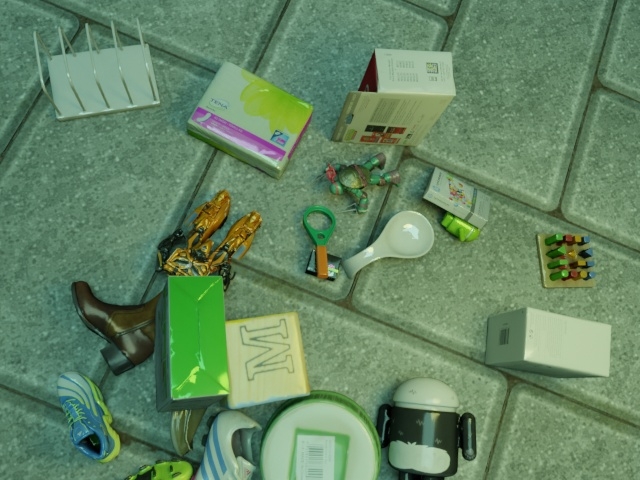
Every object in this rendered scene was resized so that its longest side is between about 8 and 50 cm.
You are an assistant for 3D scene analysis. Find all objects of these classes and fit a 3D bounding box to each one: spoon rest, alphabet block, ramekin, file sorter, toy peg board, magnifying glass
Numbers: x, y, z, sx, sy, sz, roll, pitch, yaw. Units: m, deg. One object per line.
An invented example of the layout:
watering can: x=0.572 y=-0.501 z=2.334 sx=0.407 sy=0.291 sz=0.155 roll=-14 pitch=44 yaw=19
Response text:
spoon rest: x=0.192 y=0.014 z=1.535 sx=0.277 sy=0.084 sz=0.137 roll=-29 pitch=82 yaw=-13
alphabet block: x=-0.151 y=0.291 z=1.350 sx=0.194 sy=0.192 sz=0.197 roll=-5 pitch=78 yaw=-20
ramekin: x=-0.002 y=0.512 z=1.320 sx=0.304 sy=0.148 sz=0.303 roll=0 pitch=76 yaw=2
file sorter: x=-0.597 y=-0.465 z=1.495 sx=0.278 sy=0.173 sz=0.192 roll=-12 pitch=77 yaw=-11
toy peg board: x=0.723 y=0.051 z=1.606 sx=0.161 sy=0.079 sz=0.161 roll=0 pitch=76 yaw=-8
magnifying glass: x=0.000 y=0.000 z=1.500 sx=0.092 sy=0.026 sz=0.230 roll=5 pitch=52 yaw=-12

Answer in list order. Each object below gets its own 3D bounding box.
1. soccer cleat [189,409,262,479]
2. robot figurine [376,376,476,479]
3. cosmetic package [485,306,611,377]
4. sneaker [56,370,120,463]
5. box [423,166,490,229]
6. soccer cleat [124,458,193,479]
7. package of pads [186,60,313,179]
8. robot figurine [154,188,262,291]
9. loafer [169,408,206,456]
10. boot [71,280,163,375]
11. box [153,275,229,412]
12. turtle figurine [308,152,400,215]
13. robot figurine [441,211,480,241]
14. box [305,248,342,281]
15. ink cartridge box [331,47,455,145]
soccer cleat: x=-0.228 y=0.565 z=1.294 sx=0.143 sy=0.116 sz=0.331 roll=2 pitch=71 yaw=30
robot figurine: x=0.258 y=0.481 z=1.382 sx=0.209 sy=0.173 sz=0.277 roll=8 pitch=75 yaw=-9
cosmetic package: x=0.584 y=0.274 z=1.453 sx=0.225 sy=0.224 sz=0.138 roll=11 pitch=74 yaw=-5
sneaker: x=-0.548 y=0.409 z=1.302 sx=0.091 sy=0.126 sz=0.240 roll=-34 pitch=83 yaw=-15
box: x=0.390 y=-0.123 z=1.584 sx=0.186 sy=0.038 sz=0.145 roll=28 pitch=37 yaw=1
soccer cleat: x=-0.428 y=0.617 z=1.302 sx=0.289 sy=0.093 sz=0.121 roll=-26 pitch=111 yaw=-18
package of pads: x=-0.192 y=-0.341 z=1.559 sx=0.297 sy=0.101 sz=0.229 roll=27 pitch=74 yaw=-1
robot figurine: x=-0.290 y=0.013 z=1.446 sx=0.211 sy=0.085 sz=0.291 roll=33 pitch=62 yaw=1
loafer: x=-0.310 y=0.394 z=1.358 sx=0.088 sy=0.094 sz=0.251 roll=3 pitch=75 yaw=-3
boot: x=-0.448 y=0.157 z=1.401 sx=0.281 sy=0.096 sz=0.264 roll=-32 pitch=76 yaw=-18
box: x=-0.299 y=0.237 z=1.255 sx=0.127 sy=0.231 sz=0.261 roll=2 pitch=66 yaw=-22
turtle figurine: x=0.098 y=-0.161 z=1.555 sx=0.234 sy=0.118 sz=0.175 roll=-24 pitch=80 yaw=-19
robot figurine: x=0.404 y=-0.041 z=1.588 sx=0.115 sy=0.067 sz=0.101 roll=31 pitch=44 yaw=1
box: x=0.008 y=0.068 z=1.510 sx=0.083 sy=0.052 sz=0.062 roll=17 pitch=75 yaw=-3
ink cartridge box: x=0.179 y=-0.379 z=1.515 sx=0.272 sy=0.309 sz=0.129 roll=0 pitch=76 yaw=-9
